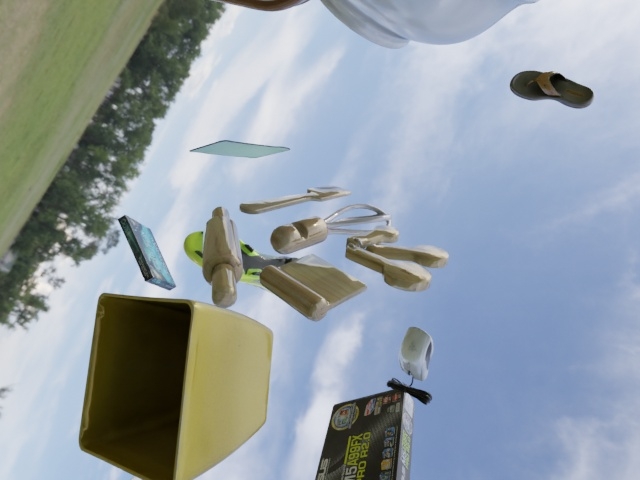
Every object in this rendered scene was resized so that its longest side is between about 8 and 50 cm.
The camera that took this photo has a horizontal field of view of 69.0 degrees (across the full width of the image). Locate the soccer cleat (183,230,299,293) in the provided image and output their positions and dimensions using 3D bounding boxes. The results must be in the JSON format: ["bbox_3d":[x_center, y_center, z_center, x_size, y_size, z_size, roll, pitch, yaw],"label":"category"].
[{"bbox_3d":[-0.146,0.061,0.949,0.121,0.289,0.094,-37,-137,47],"label":"soccer cleat"}]

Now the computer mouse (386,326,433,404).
[{"bbox_3d":[0.193,0.267,0.992,0.106,0.193,0.042,22,-142,35],"label":"computer mouse"}]

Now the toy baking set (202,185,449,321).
[{"bbox_3d":[-0.006,0.001,0.410,0.256,0.196,0.030,-126,-141,-61],"label":"toy baking set"}]

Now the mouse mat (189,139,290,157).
[{"bbox_3d":[-0.183,-0.207,1.066,0.152,0.189,0.007,-1,-87,46],"label":"mouse mat"}]

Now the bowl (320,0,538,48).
[{"bbox_3d":[0.079,-0.307,0.497,0.134,0.297,0.298,-47,-150,44],"label":"bowl"}]

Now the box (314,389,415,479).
[{"bbox_3d":[0.107,0.487,1.100,0.216,0.060,0.270,-23,-159,26],"label":"box"}]

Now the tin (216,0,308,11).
[{"bbox_3d":[-0.076,-0.229,0.329,0.040,0.189,0.106,-59,162,-53],"label":"tin"}]

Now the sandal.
[{"bbox_3d":[0.632,-0.418,1.265,0.219,0.060,0.090,24,-99,16],"label":"sandal"}]

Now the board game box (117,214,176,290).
[{"bbox_3d":[-0.435,0.033,1.175,0.026,0.126,0.186,-31,-107,-1],"label":"board game box"}]

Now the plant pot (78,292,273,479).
[{"bbox_3d":[-0.184,0.191,0.657,0.212,0.187,0.212,-2,-101,36],"label":"plant pot"}]

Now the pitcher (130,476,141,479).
[{"bbox_3d":[-0.305,0.467,0.693,0.207,0.178,0.125,-37,-147,-1],"label":"pitcher"}]
